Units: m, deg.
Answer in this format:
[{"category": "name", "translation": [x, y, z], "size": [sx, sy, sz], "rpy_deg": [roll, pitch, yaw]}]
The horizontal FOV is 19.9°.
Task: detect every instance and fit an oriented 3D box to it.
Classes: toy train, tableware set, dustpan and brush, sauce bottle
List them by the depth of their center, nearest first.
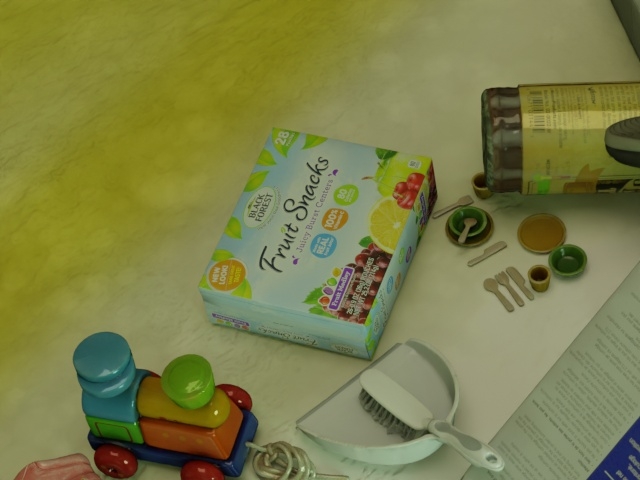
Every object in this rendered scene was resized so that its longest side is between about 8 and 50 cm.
[{"category": "dustpan and brush", "translation": [0.089, 0.162, 1.636], "size": [0.147, 0.060, 0.211], "rpy_deg": [-36, 49, -23]}, {"category": "toy train", "translation": [-0.100, 0.155, 1.646], "size": [0.248, 0.143, 0.105], "rpy_deg": [8, 56, 17]}, {"category": "sauce bottle", "translation": [0.329, -0.101, 1.770], "size": [0.344, 0.111, 0.111], "rpy_deg": [-1, 54, 4]}, {"category": "tableware set", "translation": [0.186, -0.007, 1.786], "size": [0.104, 0.024, 0.154], "rpy_deg": [-28, 53, -10]}]

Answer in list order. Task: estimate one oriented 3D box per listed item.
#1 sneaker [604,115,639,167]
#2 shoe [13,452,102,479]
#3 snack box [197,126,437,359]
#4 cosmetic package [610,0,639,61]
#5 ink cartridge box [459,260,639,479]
[{"category": "sneaker", "translation": [0.365, -0.043, 1.692], "size": [0.222, 0.118, 0.083], "rpy_deg": [9, 25, 0]}, {"category": "shoe", "translation": [-0.273, 0.261, 1.654], "size": [0.178, 0.063, 0.081], "rpy_deg": [-27, 52, -16]}, {"category": "snack box", "translation": [0.000, 0.000, 1.787], "size": [0.174, 0.070, 0.207], "rpy_deg": [13, 56, 19]}, {"category": "cosmetic package", "translation": [0.374, -0.249, 1.882], "size": [0.127, 0.107, 0.238], "rpy_deg": [-19, 56, 0]}, {"category": "ink cartridge box", "translation": [0.262, 0.166, 1.548], "size": [0.371, 0.069, 0.176], "rpy_deg": [-51, 55, 14]}]
